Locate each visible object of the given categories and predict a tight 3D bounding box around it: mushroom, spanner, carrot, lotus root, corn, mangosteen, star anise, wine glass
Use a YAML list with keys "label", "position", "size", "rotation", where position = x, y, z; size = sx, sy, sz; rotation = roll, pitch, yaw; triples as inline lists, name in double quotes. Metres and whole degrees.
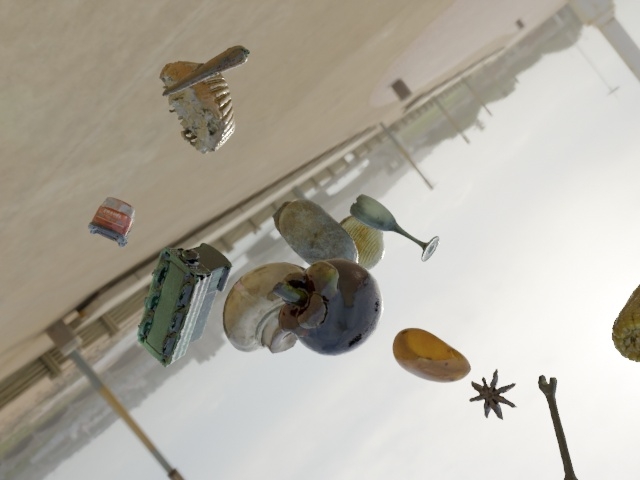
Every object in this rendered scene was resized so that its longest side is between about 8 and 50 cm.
- label: "mushroom"
  position: [-0.111, 0.155, 1.565]
  size: [0.255, 0.184, 0.255]
  rotation: [-20, 141, -17]
- label: "spanner"
  position: [0.484, 0.394, 1.360]
  size: [0.015, 0.254, 0.054]
  rotation: [3, 155, -23]
- label: "carrot"
  position: [-0.274, -0.395, 1.584]
  size: [0.254, 0.049, 0.049]
  rotation: [-21, -171, 22]
- label: "lotus root"
  position: [0.001, -0.002, 2.099]
  size: [0.175, 0.349, 0.175]
  rotation: [-47, 172, -9]
- label: "corn"
  position: [0.748, 0.164, 1.513]
  size: [0.131, 0.131, 0.344]
  rotation: [-38, 175, 38]
- label: "mangosteen"
  position: [0.009, 0.119, 1.267]
  size: [0.194, 0.194, 0.230]
  rotation: [-38, 143, 23]
- label: "star anise"
  position: [0.460, 0.416, 1.799]
  size: [0.141, 0.141, 0.042]
  rotation: [-38, 156, 24]
- label: "wine glass"
  position: [0.198, 0.025, 2.239]
  size: [0.264, 0.309, 0.096]
  rotation: [-60, 155, 5]

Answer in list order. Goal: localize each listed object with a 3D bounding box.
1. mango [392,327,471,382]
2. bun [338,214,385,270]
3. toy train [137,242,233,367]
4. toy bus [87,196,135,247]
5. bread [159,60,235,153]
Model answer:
- label: "mango"
  position: [0.394, 0.420, 2.400]
  size: [0.160, 0.290, 0.191]
  rotation: [-59, 160, -31]
- label: "bun"
  position: [0.136, 0.012, 2.642]
  size: [0.244, 0.244, 0.153]
  rotation: [-39, 176, -6]
- label: "toy train"
  position: [-0.338, 0.154, 1.683]
  size: [0.178, 0.138, 0.330]
  rotation: [-21, 141, -52]
- label: "toy bus"
  position: [-0.403, -0.038, 1.315]
  size: [0.077, 0.079, 0.174]
  rotation: [-67, -167, -11]
- label: "bread"
  position: [-0.341, -0.390, 1.914]
  size: [0.149, 0.274, 0.274]
  rotation: [-37, 180, -28]
